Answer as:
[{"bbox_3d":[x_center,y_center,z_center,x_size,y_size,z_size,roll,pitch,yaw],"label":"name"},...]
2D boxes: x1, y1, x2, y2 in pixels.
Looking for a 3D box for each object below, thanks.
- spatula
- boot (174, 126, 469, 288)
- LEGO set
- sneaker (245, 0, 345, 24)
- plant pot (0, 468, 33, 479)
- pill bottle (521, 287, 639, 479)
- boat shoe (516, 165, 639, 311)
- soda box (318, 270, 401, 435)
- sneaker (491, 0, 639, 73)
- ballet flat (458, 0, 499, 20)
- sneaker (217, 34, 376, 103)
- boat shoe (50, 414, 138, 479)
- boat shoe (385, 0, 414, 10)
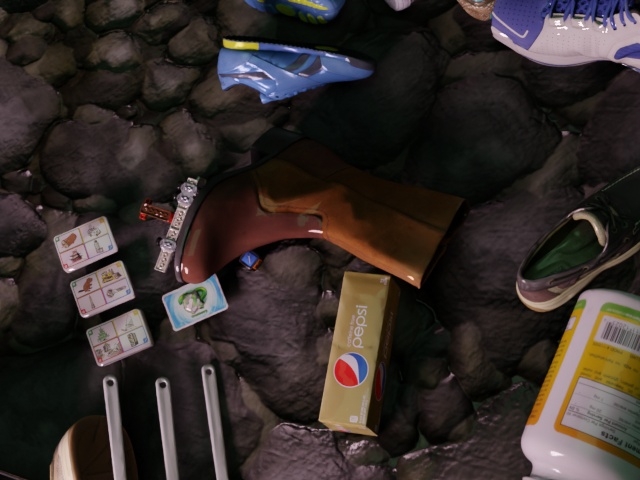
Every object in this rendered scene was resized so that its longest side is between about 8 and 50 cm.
[{"bbox_3d":[-0.176,0.261,1.306,0.168,0.019,0.242,-4,64,-16],"label":"spatula"},{"bbox_3d":[0.000,0.000,1.329,0.280,0.096,0.264,25,47,22],"label":"boot"},{"bbox_3d":[-0.198,0.032,1.436,0.244,0.060,0.182,-24,78,7],"label":"LEGO set"},{"bbox_3d":[-0.045,-0.347,1.520,0.188,0.067,0.078,24,57,24],"label":"sneaker"},{"bbox_3d":[-0.453,0.331,1.318,0.167,0.187,0.188,17,75,34],"label":"plant pot"},{"bbox_3d":[0.292,0.186,1.175,0.136,0.136,0.245,20,77,22],"label":"pill bottle"},{"bbox_3d":[0.312,-0.009,1.277,0.223,0.073,0.080,-41,65,-1],"label":"boat shoe"},{"bbox_3d":[0.047,0.130,1.307,0.058,0.061,0.181,4,71,18],"label":"soda box"},{"bbox_3d":[0.357,-0.271,1.303,0.315,0.182,0.127,23,76,22],"label":"sneaker"},{"bbox_3d":[0.173,-0.361,1.453,0.073,0.067,0.206,-24,63,5],"label":"ballet flat"},{"bbox_3d":[-0.031,-0.217,1.468,0.209,0.069,0.082,7,105,9],"label":"sneaker"},{"bbox_3d":[-0.257,0.359,1.296,0.098,0.109,0.302,-38,57,44],"label":"boat shoe"},{"bbox_3d":[0.071,-0.403,1.501,0.076,0.083,0.226,-32,76,-10],"label":"boat shoe"}]
